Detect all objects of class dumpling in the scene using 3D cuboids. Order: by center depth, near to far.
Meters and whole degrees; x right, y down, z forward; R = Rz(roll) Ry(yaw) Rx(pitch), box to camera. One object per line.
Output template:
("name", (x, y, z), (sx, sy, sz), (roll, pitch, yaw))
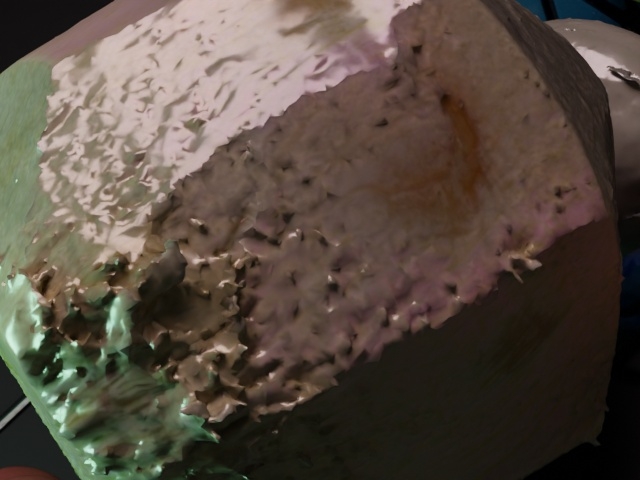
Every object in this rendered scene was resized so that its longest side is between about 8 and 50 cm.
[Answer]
("dumpling", (0.172, -0.052, 1.010), (0.247, 0.142, 0.172), (18, 12, 40))

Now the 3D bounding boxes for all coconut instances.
("coconut", (0.000, 0.000, 0.825), (0.309, 0.297, 0.297), (-33, 23, -11))

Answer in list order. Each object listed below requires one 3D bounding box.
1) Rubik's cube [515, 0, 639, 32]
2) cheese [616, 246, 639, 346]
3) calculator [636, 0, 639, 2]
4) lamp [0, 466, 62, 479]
("Rubik's cube", (0.122, -0.184, 1.343), (0.233, 0.229, 0.228), (30, 91, 19))
("cheese", (0.241, 0.008, 0.789), (0.217, 0.129, 0.329), (-26, 3, -22))
("calculator", (0.272, -0.249, 1.332), (0.157, 0.033, 0.236), (7, 50, -8))
("lamp", (-0.151, 0.164, 0.851), (0.107, 0.092, 0.107), (-34, 45, 44))
